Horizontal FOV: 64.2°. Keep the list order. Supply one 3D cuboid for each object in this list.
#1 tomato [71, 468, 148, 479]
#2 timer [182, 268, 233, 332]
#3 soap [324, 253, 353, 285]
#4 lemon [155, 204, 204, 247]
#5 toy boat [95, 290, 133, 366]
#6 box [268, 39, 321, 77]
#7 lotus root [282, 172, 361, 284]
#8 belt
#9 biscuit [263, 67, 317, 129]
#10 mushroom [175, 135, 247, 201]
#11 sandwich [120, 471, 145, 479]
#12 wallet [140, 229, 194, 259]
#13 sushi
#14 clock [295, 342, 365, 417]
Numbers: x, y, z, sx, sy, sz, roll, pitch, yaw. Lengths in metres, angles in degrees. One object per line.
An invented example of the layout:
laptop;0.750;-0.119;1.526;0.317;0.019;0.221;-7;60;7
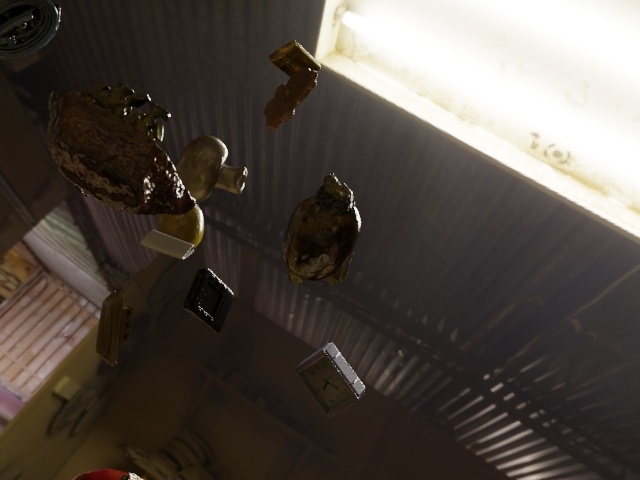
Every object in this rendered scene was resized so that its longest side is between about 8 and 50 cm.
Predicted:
tomato;-0.511;0.705;1.172;0.293;0.325;0.290;22;-59;-2
timer;-0.346;0.185;1.570;0.055;0.144;0.187;3;-32;26
soap;0.045;0.033;1.803;0.135;0.233;0.076;26;-23;-26
lemon;-0.489;-0.054;1.776;0.170;0.207;0.170;-3;-30;-2
toy boat;-0.543;0.235;1.350;0.057;0.201;0.077;13;5;36
box;-0.069;-0.497;1.425;0.089;0.022;0.156;-26;-16;20
lotus root;0.000;0.000;1.203;0.169;0.141;0.314;7;-52;-21
belt;-0.669;-0.486;1.112;0.082;0.190;0.141;54;-5;23
biscuit;-0.078;-0.357;1.275;0.027;0.184;0.133;28;21;-36
mushroom;-0.458;-0.274;2.137;0.290;0.298;0.297;25;-24;-12
sandwich;-0.398;0.545;1.114;0.101;0.026;0.069;29;-7;10
wallet;-0.387;0.012;1.293;0.122;0.061;0.025;19;-57;8
sushi;-0.369;-0.163;0.946;0.296;0.179;0.167;33;-38;1
clock;0.031;0.442;1.617;0.144;0.073;0.193;-40;-98;27
